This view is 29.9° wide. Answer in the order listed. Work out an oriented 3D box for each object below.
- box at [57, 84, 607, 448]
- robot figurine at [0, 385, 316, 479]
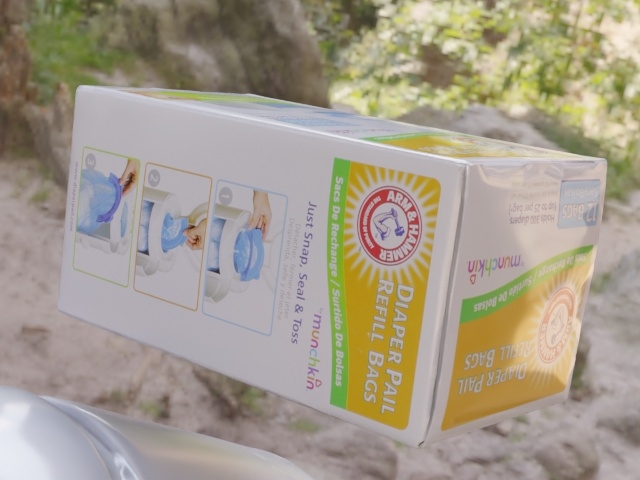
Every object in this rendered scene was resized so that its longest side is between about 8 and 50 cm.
[{"bbox_3d":[0.000,0.000,0.502,0.203,0.103,0.114,15,13,38],"label":"box"},{"bbox_3d":[-0.109,0.178,0.547,0.300,0.200,0.353,44,11,36],"label":"robot figurine"}]
